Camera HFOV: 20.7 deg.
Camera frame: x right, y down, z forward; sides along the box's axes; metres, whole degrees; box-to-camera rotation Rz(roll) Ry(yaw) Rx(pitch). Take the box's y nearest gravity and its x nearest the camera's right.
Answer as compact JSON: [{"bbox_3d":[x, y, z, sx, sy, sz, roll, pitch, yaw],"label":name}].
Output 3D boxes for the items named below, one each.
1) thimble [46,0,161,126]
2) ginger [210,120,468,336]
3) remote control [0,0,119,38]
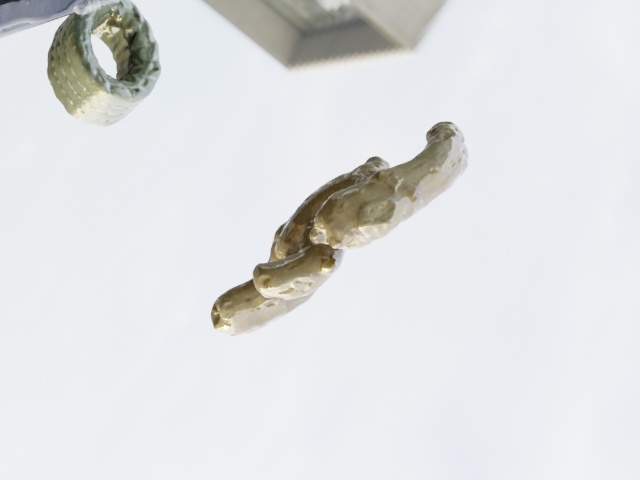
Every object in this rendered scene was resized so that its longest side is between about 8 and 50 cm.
[{"bbox_3d":[-0.180,-0.154,1.464,0.062,0.084,0.110,-33,-132,48],"label":"thimble"},{"bbox_3d":[-0.004,0.003,1.298,0.259,0.065,0.149,-36,-179,29],"label":"ginger"},{"bbox_3d":[-0.246,-0.176,1.317,0.266,0.066,0.090,-16,-136,-13],"label":"remote control"}]
